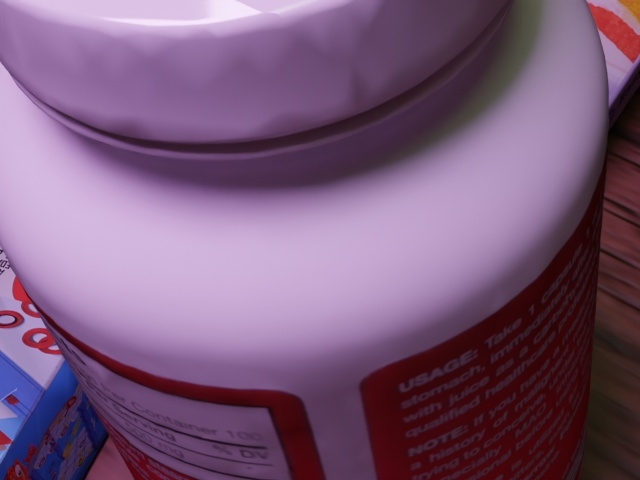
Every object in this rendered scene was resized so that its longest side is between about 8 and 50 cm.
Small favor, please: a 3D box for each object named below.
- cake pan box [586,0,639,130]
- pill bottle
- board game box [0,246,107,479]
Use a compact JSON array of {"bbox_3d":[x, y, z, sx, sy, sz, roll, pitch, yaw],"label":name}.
[{"bbox_3d":[0.115,-0.199,0.807,0.267,0.070,0.245,33,71,17],"label":"cake pan box"},{"bbox_3d":[0.000,0.000,0.507,0.229,0.407,0.229,-4,53,6],"label":"pill bottle"},{"bbox_3d":[-0.298,0.117,0.673,0.308,0.086,0.302,14,57,19],"label":"board game box"}]
